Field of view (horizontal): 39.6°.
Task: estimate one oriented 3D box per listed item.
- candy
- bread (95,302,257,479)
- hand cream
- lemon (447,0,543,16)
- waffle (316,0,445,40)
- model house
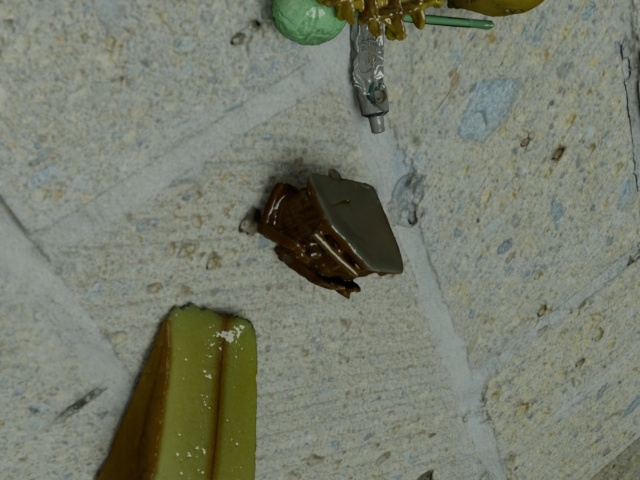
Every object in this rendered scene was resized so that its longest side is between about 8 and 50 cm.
[{"bbox_3d":[0.118,-0.388,1.531,0.440,0.119,0.119,-4,117,-29],"label":"candy"},{"bbox_3d":[-0.261,0.311,1.725,0.233,0.245,0.361,13,77,-37],"label":"bread"},{"bbox_3d":[0.093,-0.320,1.611,0.084,0.050,0.257,-18,112,-28],"label":"hand cream"},{"bbox_3d":[0.315,-0.514,1.531,0.228,0.228,0.253,-21,140,-24],"label":"lemon"},{"bbox_3d":[0.117,-0.468,1.400,0.260,0.069,0.293,22,98,-33],"label":"waffle"},{"bbox_3d":[0.001,-0.001,1.642,0.199,0.219,0.229,-2,161,-44],"label":"model house"}]
